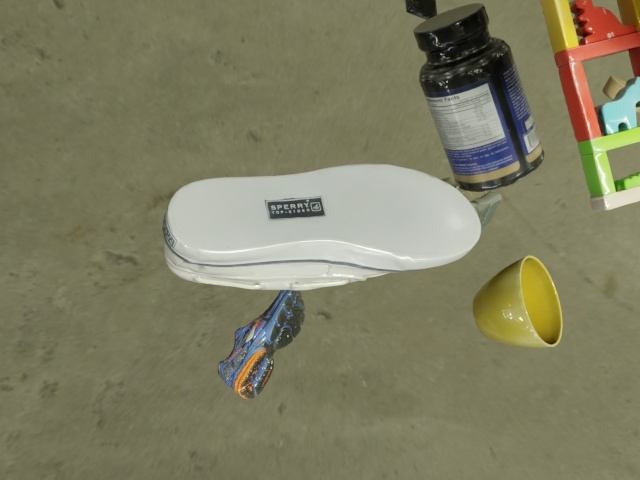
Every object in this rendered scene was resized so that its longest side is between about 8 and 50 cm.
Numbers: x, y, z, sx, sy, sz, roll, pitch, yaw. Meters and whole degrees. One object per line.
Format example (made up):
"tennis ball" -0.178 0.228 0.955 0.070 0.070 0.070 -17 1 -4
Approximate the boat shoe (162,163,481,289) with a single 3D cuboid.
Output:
"boat shoe" 0.000 0.000 0.840 0.267 0.088 0.096 -5 62 -17

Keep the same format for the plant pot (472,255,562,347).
"plant pot" 0.279 0.098 1.442 0.095 0.134 0.134 -18 88 33

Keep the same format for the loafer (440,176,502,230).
"loafer" 0.204 -0.045 1.575 0.087 0.251 0.094 33 112 21

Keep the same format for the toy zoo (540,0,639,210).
"toy zoo" 0.320 -0.194 0.968 0.192 0.030 0.293 -16 93 -14

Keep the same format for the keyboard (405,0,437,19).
"keyboard" 0.162 -0.484 1.820 0.100 0.038 0.192 18 55 -32

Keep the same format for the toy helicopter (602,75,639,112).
"toy helicopter" 0.649 -0.260 1.897 0.355 0.235 0.140 10 121 -40

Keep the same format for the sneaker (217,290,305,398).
"sneaker" -0.104 0.161 1.710 0.087 0.083 0.221 19 63 32

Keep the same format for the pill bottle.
"pill bottle" 0.199 -0.183 1.268 0.123 0.123 0.219 -24 110 -3
